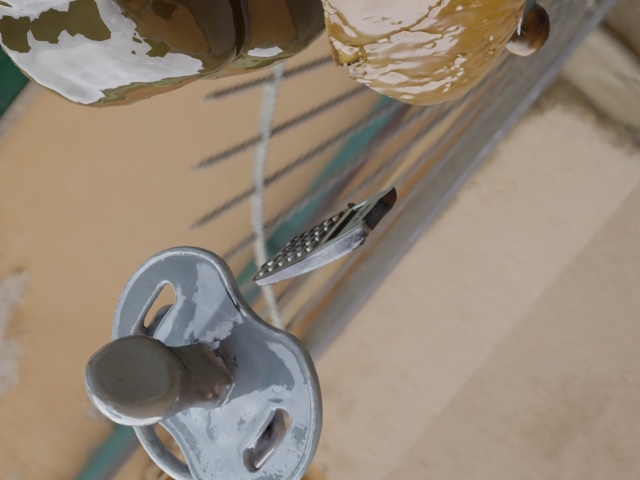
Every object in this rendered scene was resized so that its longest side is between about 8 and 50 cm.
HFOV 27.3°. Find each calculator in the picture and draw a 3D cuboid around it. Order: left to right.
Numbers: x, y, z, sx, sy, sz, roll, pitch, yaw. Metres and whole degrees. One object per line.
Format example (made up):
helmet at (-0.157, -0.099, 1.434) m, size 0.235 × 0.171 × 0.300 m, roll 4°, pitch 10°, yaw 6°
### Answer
calculator at (0.000, 0.000, 2.112) m, size 0.040 × 0.268 × 0.177 m, roll 58°, pitch -142°, yaw -13°

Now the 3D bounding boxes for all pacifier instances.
pacifier at (-0.137, 0.143, 1.264) m, size 0.279 × 0.227 × 0.207 m, roll 44°, pitch -158°, yaw 25°

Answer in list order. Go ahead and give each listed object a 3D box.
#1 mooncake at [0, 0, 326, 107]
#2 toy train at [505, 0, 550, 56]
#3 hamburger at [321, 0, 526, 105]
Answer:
mooncake at (-0.183, -0.379, 1.450) m, size 0.262 × 0.467 × 0.467 m, roll -2°, pitch 153°, yaw 42°
toy train at (0.244, -0.409, 1.755) m, size 0.163 × 0.369 × 0.231 m, roll 26°, pitch -165°, yaw -40°
hamburger at (0.074, -0.215, 1.022) m, size 0.282 × 0.155 × 0.245 m, roll 11°, pitch 160°, yaw -36°
